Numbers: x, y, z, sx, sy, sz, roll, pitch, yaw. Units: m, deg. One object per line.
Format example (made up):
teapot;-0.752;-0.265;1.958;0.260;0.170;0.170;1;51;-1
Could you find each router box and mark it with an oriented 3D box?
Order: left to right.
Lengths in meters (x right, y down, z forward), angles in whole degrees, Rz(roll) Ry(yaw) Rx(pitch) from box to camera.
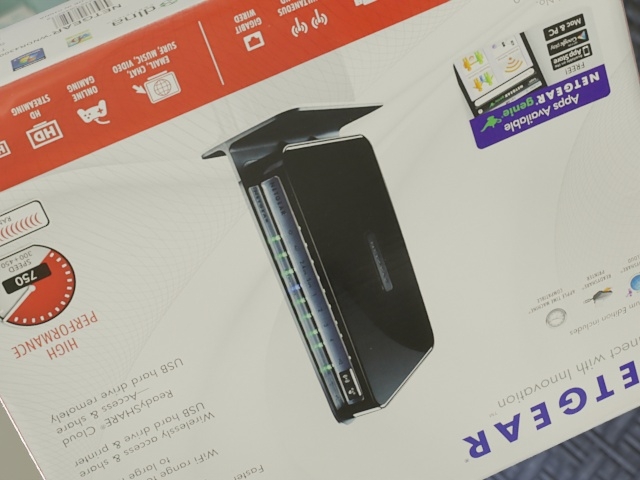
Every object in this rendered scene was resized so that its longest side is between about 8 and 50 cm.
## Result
router box;0.000;0.000;0.689;0.082;0.335;0.301;-124;11;-60
